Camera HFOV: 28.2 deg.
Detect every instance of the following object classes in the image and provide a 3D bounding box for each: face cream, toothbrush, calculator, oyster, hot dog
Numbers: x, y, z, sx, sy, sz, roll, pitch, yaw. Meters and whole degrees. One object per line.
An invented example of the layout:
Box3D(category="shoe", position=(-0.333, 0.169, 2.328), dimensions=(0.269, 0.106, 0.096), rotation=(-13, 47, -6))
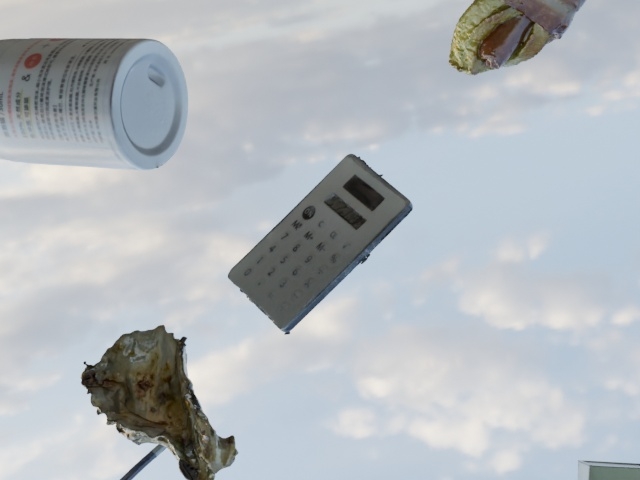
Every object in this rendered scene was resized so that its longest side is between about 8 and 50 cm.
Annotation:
Box3D(category="face cream", position=(-0.341, -0.162, 1.474), dimensions=(0.370, 0.145, 0.145), rotation=(5, -156, 31))
Box3D(category="toothbrush", position=(-0.368, 0.442, 2.178), dimensions=(0.288, 0.026, 0.024), rotation=(-43, 170, -24))
Box3D(category="calculator", position=(0.000, 0.000, 1.796), dimensions=(0.261, 0.021, 0.161), rotation=(-46, -133, -3))
Box3D(category="oyster", position=(-0.253, 0.272, 2.145), dimensions=(0.198, 0.133, 0.337), rotation=(-48, -130, -8))
Box3D(category="hot dog", position=(0.248, -0.290, 1.430), dimensions=(0.123, 0.261, 0.093), rotation=(26, -173, -22))

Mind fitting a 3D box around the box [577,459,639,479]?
Box3D(category="box", position=(0.449, 0.333, 1.637), dimensions=(0.225, 0.086, 0.129), rotation=(3, 173, 6))
